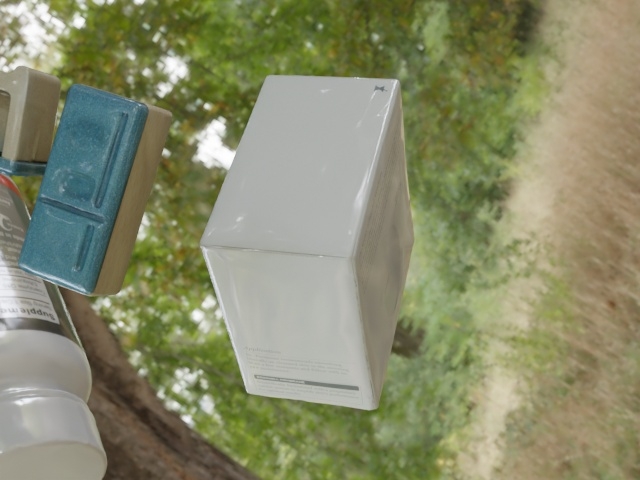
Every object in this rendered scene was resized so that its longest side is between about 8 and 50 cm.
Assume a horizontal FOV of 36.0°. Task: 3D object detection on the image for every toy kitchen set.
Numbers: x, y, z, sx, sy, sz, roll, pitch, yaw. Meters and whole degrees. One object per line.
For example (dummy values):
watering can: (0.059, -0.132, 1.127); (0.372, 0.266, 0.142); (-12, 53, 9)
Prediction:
toy kitchen set: (-0.225, -0.054, 0.568); (0.166, 0.207, 0.122); (2, -75, -73)

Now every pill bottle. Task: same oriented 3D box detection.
pill bottle: (-0.276, 0.081, 0.774); (0.161, 0.283, 0.161); (-22, -33, -15)

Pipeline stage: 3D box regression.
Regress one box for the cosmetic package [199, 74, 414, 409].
cosmetic package: (0.000, 0.000, 0.932); (0.224, 0.138, 0.224); (81, -161, -47)
